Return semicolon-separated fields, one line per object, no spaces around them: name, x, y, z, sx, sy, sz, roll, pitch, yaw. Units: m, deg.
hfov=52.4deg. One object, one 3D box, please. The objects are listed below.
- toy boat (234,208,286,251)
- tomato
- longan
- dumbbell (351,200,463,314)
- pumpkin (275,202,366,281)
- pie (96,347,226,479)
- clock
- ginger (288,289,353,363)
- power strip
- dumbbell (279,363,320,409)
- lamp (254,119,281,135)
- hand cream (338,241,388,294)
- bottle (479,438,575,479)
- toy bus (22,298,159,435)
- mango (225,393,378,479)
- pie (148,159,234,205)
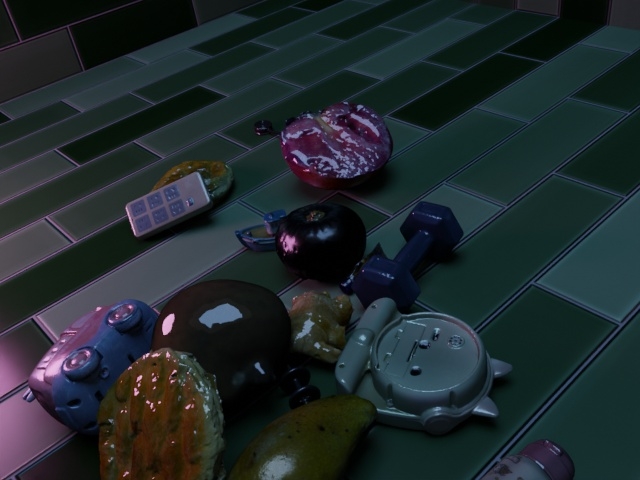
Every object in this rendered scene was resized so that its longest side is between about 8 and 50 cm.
toy boat;-0.127;-0.039;1.779;0.215;0.102;0.088;-14;34;-5
tomato;0.048;-0.252;1.973;0.335;0.176;0.289;-25;60;-20
longan;-0.198;0.213;1.342;0.300;0.243;0.300;-9;58;15
dumbbell;0.213;0.043;1.557;0.144;0.160;0.325;40;51;7
pumpkin;0.000;0.000;1.647;0.233;0.163;0.233;-6;34;4
pie;-0.284;0.357;1.158;0.339;0.339;0.083;29;9;40
clock;0.212;0.251;1.308;0.324;0.108;0.265;9;40;23
ginger;-0.005;0.181;1.456;0.157;0.102;0.216;5;38;8
power strip;-0.437;-0.101;1.897;0.270;0.046;0.118;-25;67;2
dumbbell;-0.042;0.303;1.326;0.069;0.069;0.147;-20;38;-14
lamp;-0.113;-0.379;2.222;0.130;0.108;0.371;-25;39;-18
hand cream;0.112;0.074;1.617;0.163;0.062;0.039;-40;15;-27
bottle;0.319;0.417;1.062;0.233;0.110;0.110;-30;41;-26
toy bus;-0.478;0.263;1.390;0.232;0.197;0.294;0;38;31
mango;-0.037;0.379;1.140;0.176;0.175;0.329;20;44;22
pie;-0.407;-0.175;2.043;0.277;0.078;0.277;-6;35;4
